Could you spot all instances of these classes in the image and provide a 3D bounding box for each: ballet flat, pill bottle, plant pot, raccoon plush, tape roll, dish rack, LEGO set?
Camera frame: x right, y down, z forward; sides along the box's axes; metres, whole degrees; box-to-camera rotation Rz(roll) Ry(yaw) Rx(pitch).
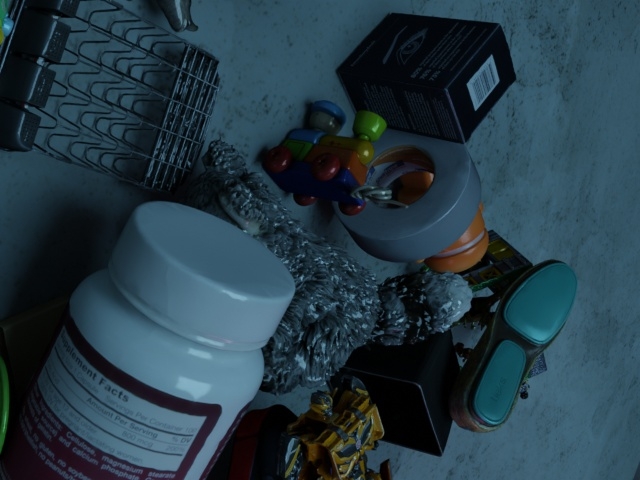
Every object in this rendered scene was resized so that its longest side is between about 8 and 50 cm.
[{"bbox_3d":[0.320,0.176,1.515,0.348,0.123,0.123,-55,137,-25],"label":"ballet flat"},{"bbox_3d":[-0.200,0.169,0.969,0.224,0.224,0.392,11,115,-49],"label":"pill bottle"},{"bbox_3d":[0.139,0.228,1.519,0.167,0.188,0.187,-54,137,-37],"label":"plant pot"},{"bbox_3d":[0.000,0.000,1.191,0.446,0.216,0.299,-18,125,-31],"label":"raccoon plush"},{"bbox_3d":[0.129,-0.078,1.344,0.219,0.219,0.072,-58,145,-15],"label":"tape roll"},{"bbox_3d":[-0.237,-0.168,1.027,0.271,0.074,0.208,18,92,-51],"label":"dish rack"},{"bbox_3d":[0.287,0.138,1.679,0.255,0.192,0.331,-28,118,-3],"label":"LEGO set"}]

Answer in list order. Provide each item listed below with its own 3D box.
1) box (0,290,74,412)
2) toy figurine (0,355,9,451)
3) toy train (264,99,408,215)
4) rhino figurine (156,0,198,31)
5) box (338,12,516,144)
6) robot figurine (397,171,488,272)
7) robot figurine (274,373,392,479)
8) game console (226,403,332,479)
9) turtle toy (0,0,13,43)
[{"bbox_3d":[-0.295,0.139,1.111,0.201,0.021,0.164,-24,121,-40],"label":"box"},{"bbox_3d":[-0.434,0.195,0.935,0.159,0.130,0.173,8,123,-36],"label":"toy figurine"},{"bbox_3d":[0.051,-0.118,1.232,0.105,0.248,0.143,49,63,-45],"label":"toy train"},{"bbox_3d":[-0.199,-0.325,0.994,0.243,0.073,0.106,51,29,-46],"label":"rhino figurine"},{"bbox_3d":[0.159,-0.247,1.329,0.153,0.207,0.108,-49,135,-22],"label":"box"},{"bbox_3d":[0.207,-0.037,1.505,0.158,0.128,0.219,-70,139,-64],"label":"robot figurine"},{"bbox_3d":[0.030,0.322,1.159,0.211,0.085,0.291,-37,128,-44],"label":"robot figurine"},{"bbox_3d":[-0.027,0.440,1.212,0.386,0.060,0.342,53,35,-47],"label":"game console"},{"bbox_3d":[-0.345,-0.245,0.870,0.066,0.095,0.130,-43,137,-59],"label":"turtle toy"}]
